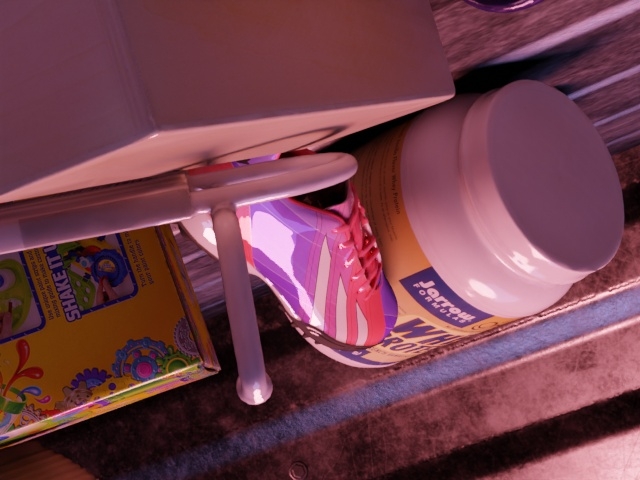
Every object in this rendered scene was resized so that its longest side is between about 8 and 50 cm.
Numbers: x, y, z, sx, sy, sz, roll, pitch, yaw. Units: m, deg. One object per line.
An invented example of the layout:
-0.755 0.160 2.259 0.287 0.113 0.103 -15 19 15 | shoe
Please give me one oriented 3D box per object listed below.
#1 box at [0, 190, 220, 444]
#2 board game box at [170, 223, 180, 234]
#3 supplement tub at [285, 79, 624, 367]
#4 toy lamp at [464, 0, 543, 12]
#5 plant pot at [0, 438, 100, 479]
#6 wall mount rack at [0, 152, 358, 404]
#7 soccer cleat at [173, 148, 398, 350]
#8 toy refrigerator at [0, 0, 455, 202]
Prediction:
-0.244 0.072 0.996 0.279 0.177 0.290 -20 174 -5 | box
-0.224 0.011 1.248 0.103 0.026 0.154 -16 173 -42 | board game box
0.121 -0.012 1.236 0.228 0.228 0.316 -15 172 -44 | supplement tub
0.053 -0.144 0.531 0.080 0.080 0.275 -24 174 28 | toy lamp
-0.268 0.229 0.973 0.237 0.109 0.237 -20 175 -2 | plant pot
-0.148 0.037 0.695 0.350 0.130 0.304 -11 -173 -4 | wall mount rack
0.000 0.000 1.028 0.116 0.108 0.318 -26 140 22 | soccer cleat
-0.045 -0.090 0.577 0.102 0.094 0.269 -17 180 32 | toy refrigerator
